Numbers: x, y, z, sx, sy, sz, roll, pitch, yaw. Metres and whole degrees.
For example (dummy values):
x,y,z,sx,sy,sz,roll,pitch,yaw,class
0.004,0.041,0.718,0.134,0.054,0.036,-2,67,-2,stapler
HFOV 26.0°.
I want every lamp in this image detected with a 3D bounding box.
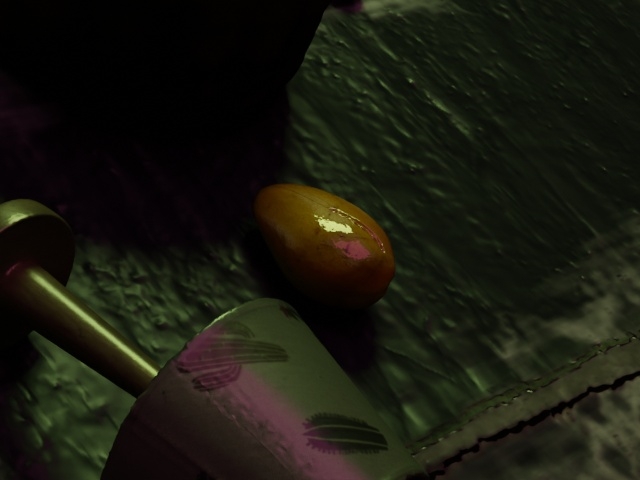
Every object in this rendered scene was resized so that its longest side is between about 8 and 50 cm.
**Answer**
x,y,z,sx,sy,sz,roll,pitch,yaw,class
-0.061,0.066,0.567,0.214,0.121,0.121,32,39,26,lamp

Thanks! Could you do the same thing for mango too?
x,y,z,sx,sy,sz,roll,pitch,yaw,class
0.000,0.000,0.720,0.089,0.046,0.060,39,42,19,mango

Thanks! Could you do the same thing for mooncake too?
x,y,z,sx,sy,sz,roll,pitch,yaw,class
-0.099,-0.170,0.787,0.228,0.124,0.228,13,39,-11,mooncake
